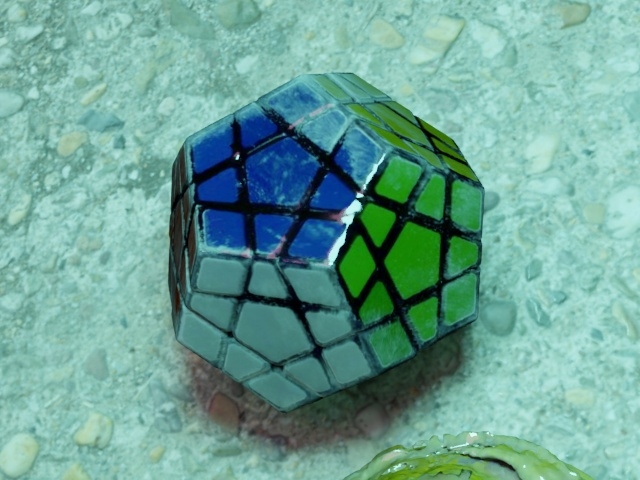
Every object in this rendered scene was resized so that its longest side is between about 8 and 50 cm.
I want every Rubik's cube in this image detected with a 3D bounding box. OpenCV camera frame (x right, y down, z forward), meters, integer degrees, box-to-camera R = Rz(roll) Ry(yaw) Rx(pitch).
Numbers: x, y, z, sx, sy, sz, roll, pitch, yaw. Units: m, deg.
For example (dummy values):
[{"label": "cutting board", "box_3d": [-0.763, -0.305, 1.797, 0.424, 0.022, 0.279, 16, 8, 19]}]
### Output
[{"label": "Rubik's cube", "box_3d": [0.000, -0.001, 1.591, 0.319, 0.264, 0.319, -7, 62, 14]}]

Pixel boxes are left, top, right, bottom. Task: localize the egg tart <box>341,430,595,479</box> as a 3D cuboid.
[{"label": "egg tart", "box_3d": [0.105, 0.311, 1.472, 0.352, 0.150, 0.352, -9, 58, 15]}]
